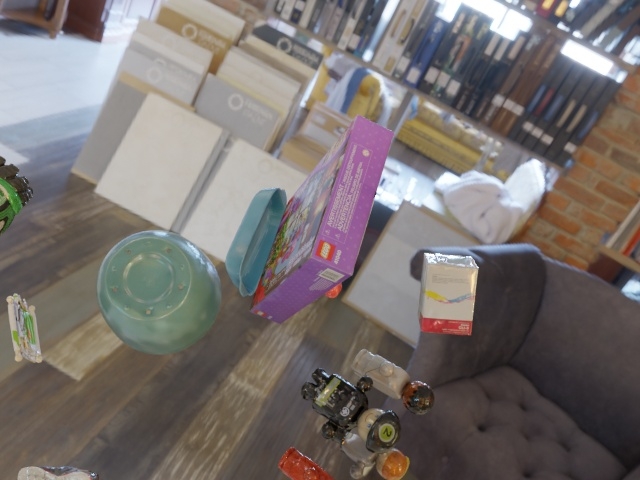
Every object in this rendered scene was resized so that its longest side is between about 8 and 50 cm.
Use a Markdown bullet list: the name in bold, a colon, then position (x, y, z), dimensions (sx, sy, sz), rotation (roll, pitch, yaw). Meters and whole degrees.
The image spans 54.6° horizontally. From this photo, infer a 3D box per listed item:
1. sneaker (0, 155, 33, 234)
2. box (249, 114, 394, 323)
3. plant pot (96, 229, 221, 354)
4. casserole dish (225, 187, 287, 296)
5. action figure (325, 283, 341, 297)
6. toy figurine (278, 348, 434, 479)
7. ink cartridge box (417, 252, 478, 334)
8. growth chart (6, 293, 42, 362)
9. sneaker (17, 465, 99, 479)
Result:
- **sneaker**: position (-0.615, -0.071, 0.896), dimensions (0.343, 0.134, 0.146), rotation (9, 48, 5)
- **box**: position (-0.009, -0.013, 0.845), dimensions (0.057, 0.293, 0.201), rotation (24, 65, -12)
- **plant pot**: position (-0.381, 0.107, 1.432), dimensions (0.292, 0.293, 0.235), rotation (28, -16, 1)
- **casserole dish**: position (-0.103, -0.002, 0.987), dimensions (0.036, 0.114, 0.189), rotation (16, 65, 14)
- **action figure**: position (0.000, 0.000, 1.119), dimensions (0.091, 0.139, 0.280), rotation (22, 18, -26)
- **toy figurine**: position (0.063, 0.283, 0.908), dimensions (0.148, 0.213, 0.209), rotation (27, 19, 31)
- **ink cartridge box**: position (0.318, 0.130, 1.561), dimensions (0.127, 0.176, 0.128), rotation (4, 13, 5)
- **growth chart**: position (-0.699, 0.207, 1.463), dimensions (0.021, 0.237, 0.172), rotation (-12, 79, -15)
- **sneaker**: position (-0.499, 0.461, 1.187), dimensions (0.157, 0.061, 0.065), rotation (3, -4, 11)
